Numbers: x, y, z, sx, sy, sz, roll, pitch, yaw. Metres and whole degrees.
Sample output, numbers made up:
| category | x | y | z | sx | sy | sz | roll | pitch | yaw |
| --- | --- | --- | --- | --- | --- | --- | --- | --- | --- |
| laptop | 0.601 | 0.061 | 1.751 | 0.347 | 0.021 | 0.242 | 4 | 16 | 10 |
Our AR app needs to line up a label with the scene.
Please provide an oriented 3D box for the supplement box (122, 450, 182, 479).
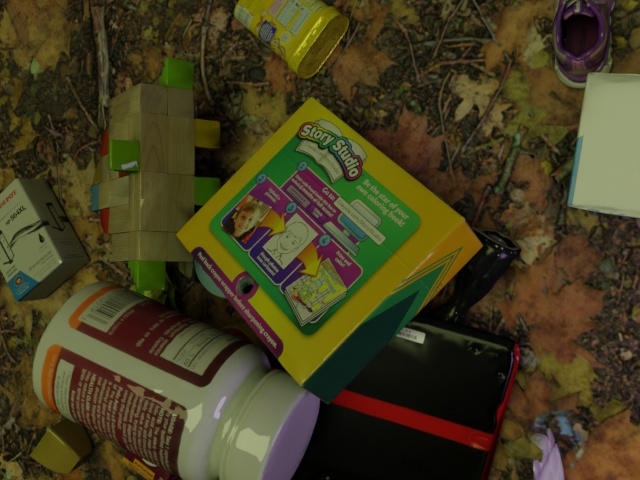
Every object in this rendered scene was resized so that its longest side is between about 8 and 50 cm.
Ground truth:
| category | x | y | z | sx | sy | sz | roll | pitch | yaw |
| --- | --- | --- | --- | --- | --- | --- | --- | --- | --- |
| supplement box | -0.271 | 0.345 | 1.446 | 0.104 | 0.081 | 0.188 | 29 | 103 | 22 |

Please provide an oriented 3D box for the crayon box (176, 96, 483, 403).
| category | x | y | z | sx | sy | sz | roll | pitch | yaw |
| --- | --- | --- | --- | --- | --- | --- | --- | --- | --- |
| crayon box | 0.000 | 0.000 | 1.175 | 0.313 | 0.106 | 0.363 | -45 | 53 | 0 |

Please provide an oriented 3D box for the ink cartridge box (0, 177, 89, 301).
| category | x | y | z | sx | sy | sz | roll | pitch | yaw |
| --- | --- | --- | --- | --- | --- | --- | --- | --- | --- |
| ink cartridge box | -0.579 | -0.002 | 1.578 | 0.148 | 0.086 | 0.203 | -38 | 77 | 21 |

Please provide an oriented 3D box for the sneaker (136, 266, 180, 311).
| category | x | y | z | sx | sy | sz | roll | pitch | yaw |
| --- | --- | --- | --- | --- | --- | --- | --- | --- | --- |
| sneaker | -0.341 | 0.185 | 1.459 | 0.123 | 0.109 | 0.295 | 14 | 98 | 20 |

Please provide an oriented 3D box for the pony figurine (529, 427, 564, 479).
| category | x | y | z | sx | sy | sz | roll | pitch | yaw |
| --- | --- | --- | --- | --- | --- | --- | --- | --- | --- |
| pony figurine | 0.279 | 0.490 | 1.117 | 0.363 | 0.303 | 0.351 | -11 | 118 | 20 |

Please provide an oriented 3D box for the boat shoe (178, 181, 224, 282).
| category | x | y | z | sx | sy | sz | roll | pitch | yaw |
| --- | --- | --- | --- | --- | --- | --- | --- | --- | --- |
| boat shoe | -0.224 | -0.022 | 1.427 | 0.072 | 0.068 | 0.190 | 23 | 101 | 35 |

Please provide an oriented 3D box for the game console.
| category | x | y | z | sx | sy | sz | roll | pitch | yaw |
| --- | --- | --- | --- | --- | --- | --- | --- | --- | --- |
| game console | 0.088 | 0.263 | 1.247 | 0.386 | 0.060 | 0.342 | 14 | 102 | 14 |

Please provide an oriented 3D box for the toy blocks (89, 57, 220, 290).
| category | x | y | z | sx | sy | sz | roll | pitch | yaw |
| --- | --- | --- | --- | --- | --- | --- | --- | --- | --- |
| toy blocks | -0.320 | -0.104 | 1.388 | 0.261 | 0.191 | 0.381 | -5 | 85 | 56 |

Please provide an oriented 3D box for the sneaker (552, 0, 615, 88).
| category | x | y | z | sx | sy | sz | roll | pitch | yaw |
| --- | --- | --- | --- | --- | --- | --- | --- | --- | --- |
| sneaker | 0.371 | -0.341 | 1.120 | 0.095 | 0.104 | 0.236 | -1 | 90 | 26 |

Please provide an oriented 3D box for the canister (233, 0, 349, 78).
| category | x | y | z | sx | sy | sz | roll | pitch | yaw |
| --- | --- | --- | --- | --- | --- | --- | --- | --- | --- |
| canister | -0.052 | -0.375 | 1.333 | 0.170 | 0.073 | 0.126 | 44 | 108 | 19 |

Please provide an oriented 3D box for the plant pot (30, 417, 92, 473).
| category | x | y | z | sx | sy | sz | roll | pitch | yaw |
| --- | --- | --- | --- | --- | --- | --- | --- | --- | --- |
| plant pot | -0.502 | 0.410 | 1.559 | 0.083 | 0.081 | 0.081 | 39 | 107 | 7 |

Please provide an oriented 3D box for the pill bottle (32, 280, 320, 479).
| category | x | y | z | sx | sy | sz | roll | pitch | yaw |
| --- | --- | --- | --- | --- | --- | --- | --- | --- | --- |
| pill bottle | -0.214 | 0.230 | 1.199 | 0.392 | 0.224 | 0.224 | 21 | 100 | 19 |

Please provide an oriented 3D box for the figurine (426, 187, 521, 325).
| category | x | y | z | sx | sy | sz | roll | pitch | yaw |
| --- | --- | --- | --- | --- | --- | --- | --- | --- | --- |
| figurine | 0.167 | 0.046 | 1.237 | 0.215 | 0.092 | 0.209 | 35 | 109 | 21 |

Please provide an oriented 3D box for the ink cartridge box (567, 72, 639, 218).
| category | x | y | z | sx | sy | sz | roll | pitch | yaw |
| --- | --- | --- | --- | --- | --- | --- | --- | --- | --- |
| ink cartridge box | 0.435 | -0.112 | 1.025 | 0.168 | 0.233 | 0.171 | 10 | 96 | 27 |

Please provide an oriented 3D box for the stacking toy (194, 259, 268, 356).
| category | x | y | z | sx | sy | sz | roll | pitch | yaw |
| --- | --- | --- | --- | --- | --- | --- | --- | --- | --- |
| stacking toy | -0.097 | 0.119 | 1.334 | 0.279 | 0.130 | 0.309 | 4 | 93 | 25 |
